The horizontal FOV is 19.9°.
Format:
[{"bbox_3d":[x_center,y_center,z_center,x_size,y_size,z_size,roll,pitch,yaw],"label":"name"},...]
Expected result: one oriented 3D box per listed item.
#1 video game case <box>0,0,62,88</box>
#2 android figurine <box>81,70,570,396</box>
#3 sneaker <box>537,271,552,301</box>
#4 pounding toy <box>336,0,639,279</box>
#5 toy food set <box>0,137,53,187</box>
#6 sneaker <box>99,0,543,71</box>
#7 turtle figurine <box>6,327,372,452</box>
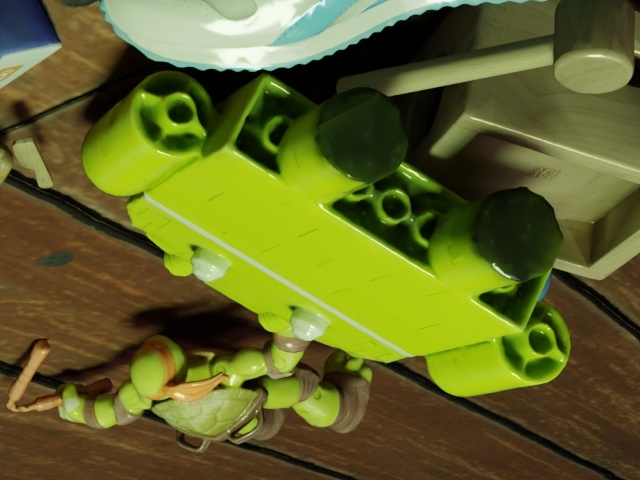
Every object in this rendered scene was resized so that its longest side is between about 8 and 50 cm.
[{"bbox_3d":[-0.266,-0.024,0.672,0.244,0.061,0.269,-29,177,32],"label":"video game case"},{"bbox_3d":[0.000,0.000,0.896,0.248,0.056,0.273,32,159,-17],"label":"android figurine"},{"bbox_3d":[0.088,0.008,1.122,0.209,0.069,0.082,7,147,-45],"label":"sneaker"},{"bbox_3d":[0.097,-0.078,0.845,0.181,0.094,0.206,16,156,-12],"label":"pounding toy"},{"bbox_3d":[-0.194,-0.038,0.882,0.122,0.019,0.078,-6,159,0],"label":"toy food set"},{"bbox_3d":[0.020,-0.133,0.704,0.229,0.087,0.092,-14,139,3],"label":"sneaker"},{"bbox_3d":[-0.054,0.094,1.219,0.269,0.087,0.217,-25,157,26],"label":"turtle figurine"}]
